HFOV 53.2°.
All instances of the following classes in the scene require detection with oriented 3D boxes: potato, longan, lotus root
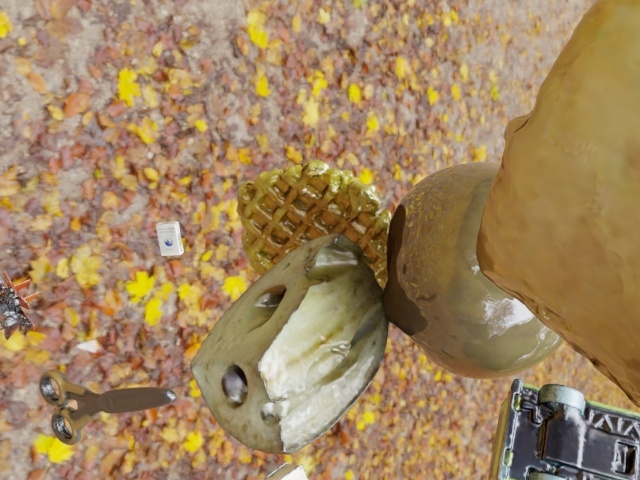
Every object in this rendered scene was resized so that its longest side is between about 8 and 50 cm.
[{"bbox_3d":[-0.087,0.558,1.433,0.122,0.061,0.086,-24,93,-35],"label":"potato"},{"bbox_3d":[0.225,0.042,0.900,0.319,0.319,0.318,-2,92,-53],"label":"longan"},{"bbox_3d":[-0.035,0.144,0.908,0.314,0.142,0.210,-39,105,-43],"label":"lotus root"}]

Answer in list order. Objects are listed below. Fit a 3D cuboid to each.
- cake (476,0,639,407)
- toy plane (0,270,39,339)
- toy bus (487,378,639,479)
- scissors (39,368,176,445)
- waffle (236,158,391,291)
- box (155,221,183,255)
[{"bbox_3d":[0.306,-0.007,0.366,0.332,0.321,0.332,-35,149,-25],"label":"cake"},{"bbox_3d":[-0.573,0.139,1.176,0.130,0.189,0.061,48,36,12],"label":"toy plane"},{"bbox_3d":[0.336,0.264,0.740,0.150,0.262,0.128,82,24,-61],"label":"toy bus"},{"bbox_3d":[-0.223,0.168,0.662,0.017,0.220,0.088,-17,91,-53],"label":"scissors"},{"bbox_3d":[0.000,0.000,1.117,0.068,0.325,0.302,-52,134,-53],"label":"waffle"},{"bbox_3d":[-0.381,-0.004,1.613,0.024,0.054,0.083,-69,155,-71],"label":"box"}]
